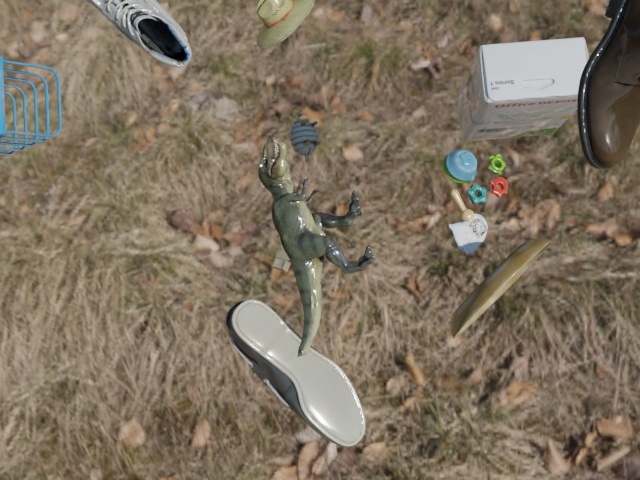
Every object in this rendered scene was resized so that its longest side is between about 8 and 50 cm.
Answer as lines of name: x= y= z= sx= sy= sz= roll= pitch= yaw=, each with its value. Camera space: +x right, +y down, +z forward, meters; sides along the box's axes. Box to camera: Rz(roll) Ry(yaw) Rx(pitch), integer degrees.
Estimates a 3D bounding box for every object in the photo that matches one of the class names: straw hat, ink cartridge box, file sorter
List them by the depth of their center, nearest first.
file sorter: x=-0.494 y=-0.203 z=1.255 sx=0.170 sy=0.118 sz=0.104 roll=-8 pitch=-6 yaw=44
straw hat: x=-0.086 y=-0.441 z=1.526 sx=0.144 sy=0.061 sz=0.144 roll=-27 pitch=41 yaw=26
ink cartridge box: x=0.396 y=-0.294 z=1.595 sx=0.201 sy=0.278 sz=0.117 roll=-5 pitch=82 yaw=0

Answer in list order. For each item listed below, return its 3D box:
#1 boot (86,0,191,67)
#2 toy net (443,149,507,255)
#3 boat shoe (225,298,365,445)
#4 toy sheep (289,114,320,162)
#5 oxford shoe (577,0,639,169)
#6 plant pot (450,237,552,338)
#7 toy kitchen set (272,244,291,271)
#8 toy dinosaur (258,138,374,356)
boot: x=-0.323 y=-0.401 z=1.377 sx=0.095 sy=0.258 sz=0.123 roll=-50 pitch=33 yaw=6
toy net: x=0.295 y=-0.070 z=1.539 sx=0.122 sy=0.045 sz=0.232 roll=14 pitch=65 yaw=-15
boat shoe: x=-0.047 y=0.242 z=1.481 sx=0.112 sy=0.335 sz=0.095 roll=-44 pitch=4 yaw=-23
toy sheep: x=-0.043 y=-0.277 z=2.174 sx=0.091 sy=0.091 sz=0.132 roll=-5 pitch=78 yaw=7
oxford shoe: x=0.347 y=-0.185 z=0.873 sx=0.083 sy=0.227 sz=0.096 roll=8 pitch=12 yaw=-29
plant pot: x=0.302 y=0.076 z=1.374 sx=0.236 sy=0.236 sz=0.032 roll=-36 pitch=73 yaw=-30
toy kitchen set: x=-0.049 y=0.041 z=1.796 sx=0.068 sy=0.075 sz=0.083 roll=13 pitch=72 yaw=37
toy dinosaur: x=0.000 y=0.000 z=0.999 sx=0.118 sy=0.268 sz=0.064 roll=-13 pitch=-6 yaw=-1
